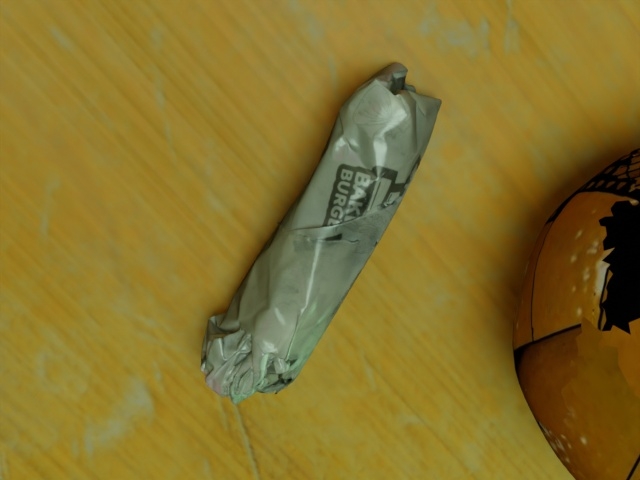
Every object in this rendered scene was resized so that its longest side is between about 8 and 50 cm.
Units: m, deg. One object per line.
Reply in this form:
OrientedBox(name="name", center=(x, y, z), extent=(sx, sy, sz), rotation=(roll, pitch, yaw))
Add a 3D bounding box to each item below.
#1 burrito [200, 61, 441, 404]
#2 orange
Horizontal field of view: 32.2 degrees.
OrientedBox(name="burrito", center=(0.000, 0.000, 0.593), extent=(0.064, 0.064, 0.203), rotation=(29, 100, -16))
OrientedBox(name="orange", center=(0.218, 0.053, 0.586), extent=(0.234, 0.182, 0.234), rotation=(1, 114, 2))
